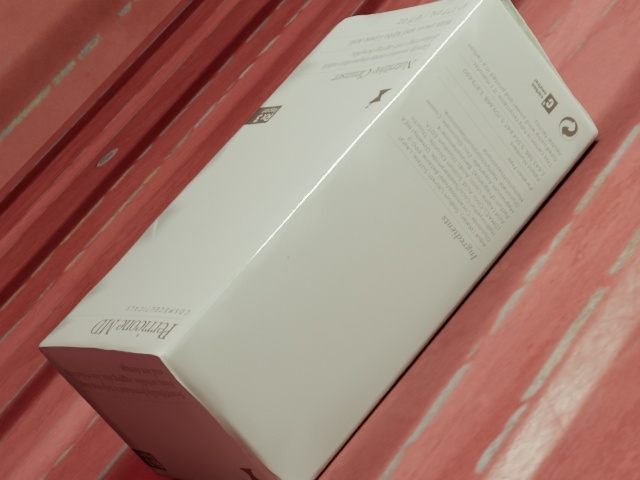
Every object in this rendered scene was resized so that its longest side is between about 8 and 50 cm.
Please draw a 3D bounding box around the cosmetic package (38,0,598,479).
[{"bbox_3d":[0.000,0.000,1.409,0.385,0.156,0.217,-48,22,-25],"label":"cosmetic package"}]
